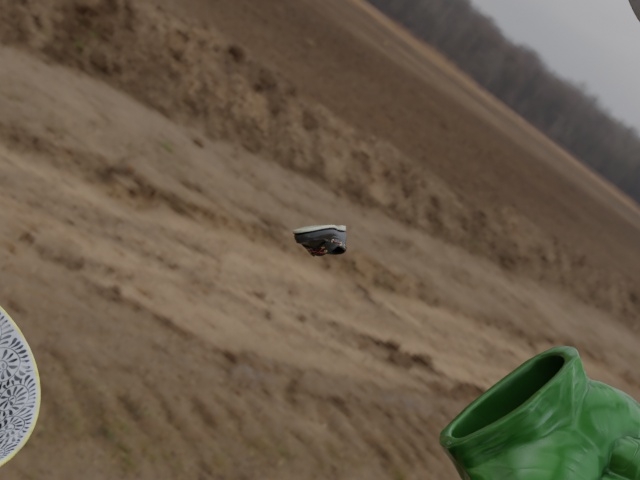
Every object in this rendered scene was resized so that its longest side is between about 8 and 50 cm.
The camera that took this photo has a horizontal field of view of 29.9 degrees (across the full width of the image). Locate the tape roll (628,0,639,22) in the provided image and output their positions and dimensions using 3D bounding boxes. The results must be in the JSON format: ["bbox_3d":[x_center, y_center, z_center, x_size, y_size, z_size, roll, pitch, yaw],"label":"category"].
[{"bbox_3d":[0.410,-0.278,1.167,0.219,0.219,0.072,39,41,3],"label":"tape roll"}]

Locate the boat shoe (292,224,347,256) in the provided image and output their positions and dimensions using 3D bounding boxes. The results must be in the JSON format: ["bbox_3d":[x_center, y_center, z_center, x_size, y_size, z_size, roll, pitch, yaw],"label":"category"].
[{"bbox_3d":[0.002,0.000,1.575,0.049,0.042,0.133,-4,-3,21],"label":"boat shoe"}]

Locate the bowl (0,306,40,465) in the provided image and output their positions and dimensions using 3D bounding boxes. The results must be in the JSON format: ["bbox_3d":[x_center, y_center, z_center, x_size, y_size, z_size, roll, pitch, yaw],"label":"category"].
[{"bbox_3d":[-0.282,0.102,0.798,0.170,0.080,0.170,30,37,-25],"label":"bowl"}]

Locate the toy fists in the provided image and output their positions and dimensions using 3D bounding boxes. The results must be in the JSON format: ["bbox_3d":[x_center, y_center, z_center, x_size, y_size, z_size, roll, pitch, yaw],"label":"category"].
[{"bbox_3d":[0.103,0.193,0.717,0.142,0.279,0.096,55,-20,-7],"label":"toy fists"}]
